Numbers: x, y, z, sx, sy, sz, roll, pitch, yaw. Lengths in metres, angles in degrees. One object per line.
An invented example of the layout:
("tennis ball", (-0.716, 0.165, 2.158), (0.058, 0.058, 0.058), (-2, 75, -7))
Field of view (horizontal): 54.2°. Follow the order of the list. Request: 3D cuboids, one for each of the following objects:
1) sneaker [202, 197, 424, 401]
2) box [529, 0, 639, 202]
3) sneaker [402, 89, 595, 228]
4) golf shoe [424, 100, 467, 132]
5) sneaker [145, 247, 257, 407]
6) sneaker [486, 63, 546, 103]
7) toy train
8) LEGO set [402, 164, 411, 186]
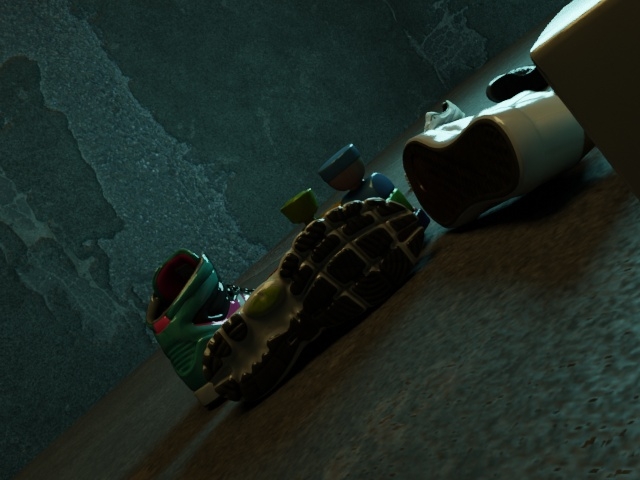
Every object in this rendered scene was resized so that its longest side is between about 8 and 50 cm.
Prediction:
("sneaker", (-0.014, 0.054, 0.676), (0.279, 0.107, 0.118), (-39, 0, 3))
("box", (0.283, -0.161, 0.323), (0.311, 0.121, 0.148), (-35, 8, 39))
("sneaker", (0.175, -0.080, 0.624), (0.123, 0.106, 0.290), (-23, 6, -10))
("golf shoe", (0.237, -0.225, 1.324), (0.176, 0.086, 0.069), (-43, 8, -22))
("sneaker", (-0.143, 0.083, 0.875), (0.123, 0.178, 0.295), (-37, 6, 23))
("sneaker", (0.349, -0.279, 1.116), (0.170, 0.051, 0.089), (-25, 9, -16))
("toy train", (0.000, 0.000, 0.780), (0.248, 0.143, 0.105), (-35, 6, 34))
("LEGO set", (0.254, -0.173, 1.132), (0.182, 0.060, 0.244), (-28, 4, -13))
